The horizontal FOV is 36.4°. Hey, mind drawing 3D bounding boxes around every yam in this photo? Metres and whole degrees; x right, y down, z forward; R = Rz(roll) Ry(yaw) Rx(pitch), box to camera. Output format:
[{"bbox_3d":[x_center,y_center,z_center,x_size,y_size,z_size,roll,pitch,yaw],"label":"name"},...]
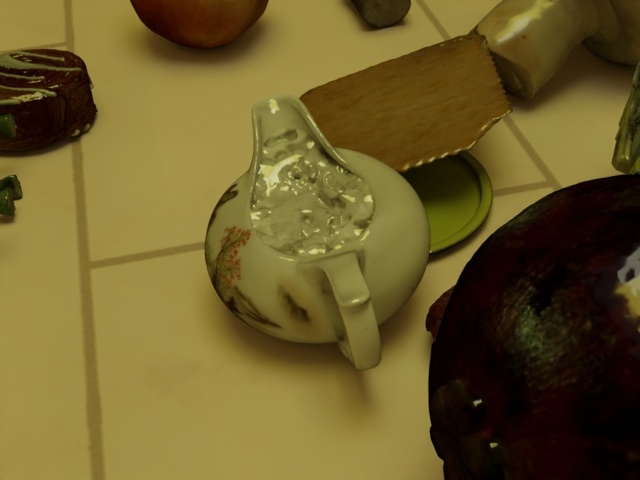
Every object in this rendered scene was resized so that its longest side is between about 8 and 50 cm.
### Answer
[{"bbox_3d":[0.075,-0.353,1.363,0.084,0.084,0.127,-12,43,-11],"label":"yam"}]

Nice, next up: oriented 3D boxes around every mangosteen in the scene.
[{"bbox_3d":[0.218,0.100,0.626,0.311,0.311,0.311,-2,39,2],"label":"mangosteen"}]

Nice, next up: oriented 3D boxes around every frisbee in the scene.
[{"bbox_3d":[0.065,-0.050,1.031,0.236,0.017,0.236,-2,39,2],"label":"frisbee"}]

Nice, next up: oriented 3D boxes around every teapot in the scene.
[{"bbox_3d":[0.000,0.000,0.865,0.204,0.139,0.298,-18,48,-12],"label":"teapot"}]

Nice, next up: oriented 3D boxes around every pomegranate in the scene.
[{"bbox_3d":[-0.160,-0.355,1.292,0.209,0.209,0.209,-2,39,2],"label":"pomegranate"}]

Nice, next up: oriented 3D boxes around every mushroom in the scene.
[{"bbox_3d":[0.299,-0.311,1.186,0.290,0.292,0.292,-40,44,2],"label":"mushroom"}]

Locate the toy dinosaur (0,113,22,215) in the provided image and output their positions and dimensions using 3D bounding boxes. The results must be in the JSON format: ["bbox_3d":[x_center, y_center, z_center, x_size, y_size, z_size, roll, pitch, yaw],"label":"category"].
[{"bbox_3d":[-0.476,-0.056,1.025,0.300,0.087,0.447,-5,32,-3],"label":"toy dinosaur"}]

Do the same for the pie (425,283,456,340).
[{"bbox_3d":[0.161,0.057,0.831,0.154,0.036,0.154,-17,13,4],"label":"pie"}]

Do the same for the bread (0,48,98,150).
[{"bbox_3d":[-0.353,-0.172,1.165,0.160,0.073,0.160,-3,37,2],"label":"bread"}]

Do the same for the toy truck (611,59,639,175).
[{"bbox_3d":[0.328,-0.053,0.913,0.124,0.157,0.272,20,49,3],"label":"toy truck"}]

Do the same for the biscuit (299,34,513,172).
[{"bbox_3d":[0.083,-0.141,1.062,0.236,0.013,0.232,-19,36,11],"label":"biscuit"}]
